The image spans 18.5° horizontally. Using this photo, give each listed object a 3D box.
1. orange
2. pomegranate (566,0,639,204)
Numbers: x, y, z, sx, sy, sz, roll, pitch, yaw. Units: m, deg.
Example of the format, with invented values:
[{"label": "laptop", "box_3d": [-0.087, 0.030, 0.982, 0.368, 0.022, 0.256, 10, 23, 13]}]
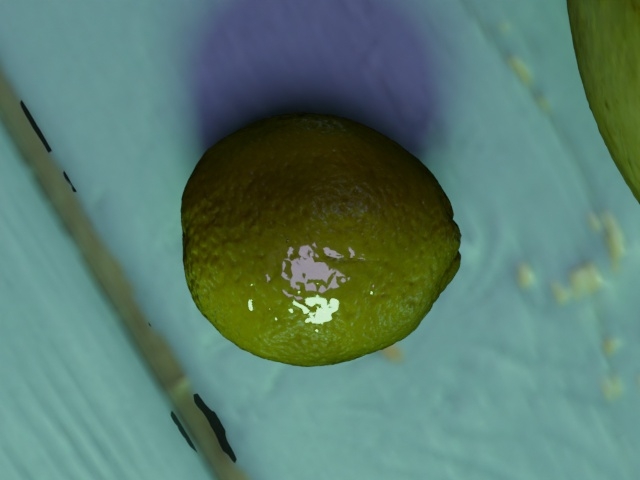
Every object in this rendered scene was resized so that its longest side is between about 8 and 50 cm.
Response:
[{"label": "orange", "box_3d": [0.000, 0.000, 0.657, 0.095, 0.085, 0.085, 2, 113, -8]}, {"label": "pomegranate", "box_3d": [0.200, -0.081, 0.555, 0.260, 0.260, 0.260, -1, 114, -3]}]
